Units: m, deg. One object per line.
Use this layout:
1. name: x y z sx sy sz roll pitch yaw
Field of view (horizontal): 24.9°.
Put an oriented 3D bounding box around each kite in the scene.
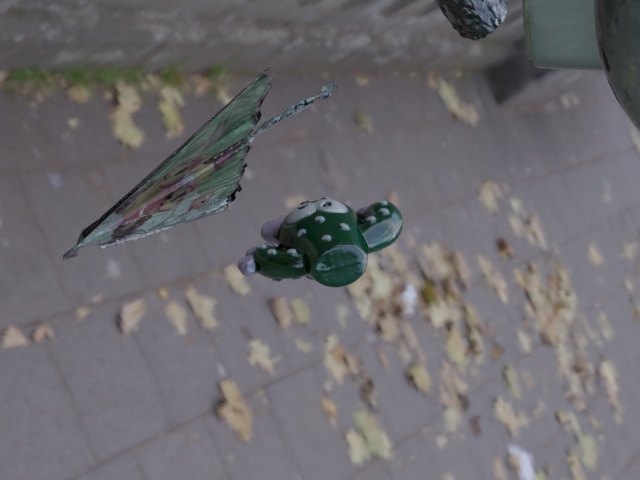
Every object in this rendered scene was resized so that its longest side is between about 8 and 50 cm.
1. kite: -0.095 -0.057 1.165 0.013 0.268 0.323 55 -15 8

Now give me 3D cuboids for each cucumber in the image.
1. cucumber: 0.106 -0.338 1.575 0.293 0.067 0.067 49 28 -33

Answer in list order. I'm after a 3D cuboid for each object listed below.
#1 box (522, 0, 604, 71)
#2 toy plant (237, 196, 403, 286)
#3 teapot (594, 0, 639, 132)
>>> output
1. box: 0.249 -0.264 1.085 0.220 0.166 0.290 -33 120 -58
2. toy plant: 0.005 -0.002 2.207 0.243 0.233 0.112 -55 138 -60
3. teapot: 0.217 -0.112 0.594 0.183 0.183 0.251 64 -1 1
